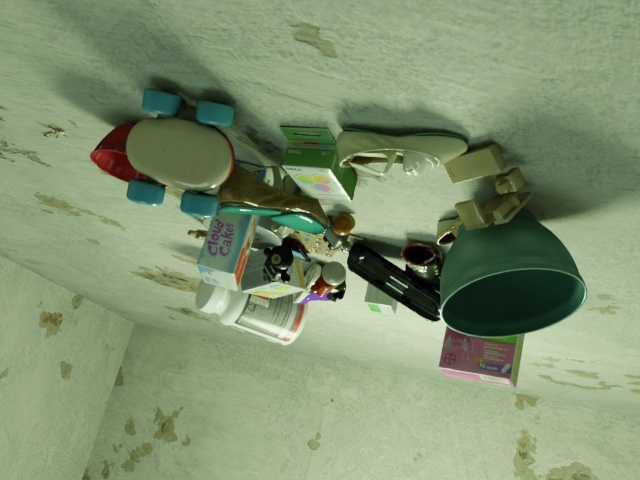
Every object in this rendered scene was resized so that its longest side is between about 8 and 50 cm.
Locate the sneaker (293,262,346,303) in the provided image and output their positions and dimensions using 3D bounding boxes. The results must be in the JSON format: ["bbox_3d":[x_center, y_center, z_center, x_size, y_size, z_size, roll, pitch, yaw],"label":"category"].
[{"bbox_3d":[0.005,0.164,2.323,0.146,0.102,0.293,17,162,-10],"label":"sneaker"}]

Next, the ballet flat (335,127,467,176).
[{"bbox_3d":[0.144,-0.156,1.311,0.248,0.086,0.086,7,160,22],"label":"ballet flat"}]

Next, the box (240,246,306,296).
[{"bbox_3d":[-0.136,0.094,1.998,0.114,0.103,0.203,-16,165,20],"label":"box"}]

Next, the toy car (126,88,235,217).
[{"bbox_3d":[-0.263,-0.182,1.450,0.210,0.219,0.238,13,-169,4],"label":"toy car"}]

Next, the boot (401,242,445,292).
[{"bbox_3d":[0.324,0.084,1.856,0.236,0.085,0.178,16,165,20],"label":"boot"}]

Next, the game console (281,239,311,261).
[{"bbox_3d":[-0.110,0.055,2.101,0.124,0.085,0.144,19,167,18],"label":"game console"}]

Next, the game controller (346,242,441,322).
[{"bbox_3d":[0.214,0.115,1.946,0.319,0.067,0.166,32,155,6],"label":"game controller"}]

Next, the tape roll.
[{"bbox_3d":[-0.201,-0.050,1.903,0.219,0.072,0.219,13,161,4],"label":"tape roll"}]

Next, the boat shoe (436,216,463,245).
[{"bbox_3d":[0.325,-0.021,1.603,0.063,0.059,0.170,22,160,-22],"label":"boat shoe"}]

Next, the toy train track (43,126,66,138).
[{"bbox_3d":[-0.655,-0.257,1.732,0.083,0.014,0.048,-1,156,41],"label":"toy train track"}]

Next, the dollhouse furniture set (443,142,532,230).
[{"bbox_3d":[0.330,-0.124,1.351,0.144,0.123,0.151,-11,114,53],"label":"dollhouse furniture set"}]

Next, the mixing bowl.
[{"bbox_3d":[-0.411,-0.199,1.582,0.181,0.098,0.181,13,161,4],"label":"mixing bowl"}]

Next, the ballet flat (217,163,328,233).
[{"bbox_3d":[-0.093,-0.099,1.561,0.116,0.124,0.342,-4,169,39],"label":"ballet flat"}]

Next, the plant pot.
[{"bbox_3d":[0.386,0.053,1.490,0.293,0.196,0.293,-2,146,-1],"label":"plant pot"}]

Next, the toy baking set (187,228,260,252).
[{"bbox_3d":[-0.267,0.010,2.098,0.197,0.030,0.256,19,-176,25],"label":"toy baking set"}]

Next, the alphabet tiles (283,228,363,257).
[{"bbox_3d":[0.000,0.000,1.997,0.198,0.009,0.237,16,162,-6],"label":"alphabet tiles"}]

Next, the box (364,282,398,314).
[{"bbox_3d":[0.193,0.165,2.185,0.087,0.102,0.101,7,159,17],"label":"box"}]

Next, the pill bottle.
[{"bbox_3d":[-0.244,0.224,2.522,0.363,0.210,0.210,24,160,-26],"label":"pill bottle"}]

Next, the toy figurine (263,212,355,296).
[{"bbox_3d":[-0.028,0.018,1.753,0.213,0.209,0.148,18,155,-6],"label":"toy figurine"}]

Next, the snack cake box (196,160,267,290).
[{"bbox_3d":[-0.200,-0.033,1.643,0.089,0.264,0.152,15,162,0],"label":"snack cake box"}]

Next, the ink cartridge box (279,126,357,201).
[{"bbox_3d":[-0.007,-0.154,1.461,0.109,0.062,0.209,7,160,23],"label":"ink cartridge box"}]

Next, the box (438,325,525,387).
[{"bbox_3d":[0.487,0.292,2.106,0.214,0.243,0.117,6,160,26],"label":"box"}]
